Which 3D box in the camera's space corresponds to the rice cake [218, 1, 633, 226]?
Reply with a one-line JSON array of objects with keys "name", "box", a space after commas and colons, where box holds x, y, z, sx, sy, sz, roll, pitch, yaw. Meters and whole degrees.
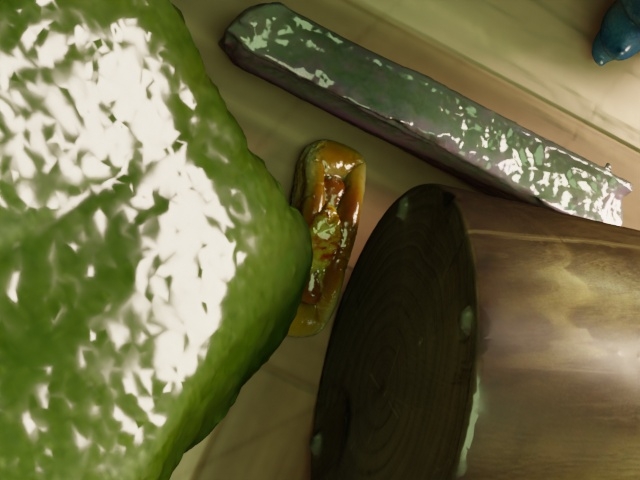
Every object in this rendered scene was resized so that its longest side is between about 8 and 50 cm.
[{"name": "rice cake", "box": [0.048, -0.053, 0.745, 0.206, 0.047, 0.036, 26, 71, -18]}]

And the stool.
[{"name": "stool", "box": [0.146, 0.088, 0.712, 0.264, 0.179, 0.179, 12, 90, -16]}]

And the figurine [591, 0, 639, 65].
[{"name": "figurine", "box": [0.180, -0.111, 0.748, 0.114, 0.114, 0.079, -14, 93, -15]}]

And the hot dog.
[{"name": "hot dog", "box": [0.000, 0.000, 0.738, 0.030, 0.034, 0.090, 14, 89, -18]}]

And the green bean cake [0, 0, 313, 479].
[{"name": "green bean cake", "box": [-0.130, 0.014, 0.624, 0.248, 0.125, 0.222, -39, 105, -35]}]
